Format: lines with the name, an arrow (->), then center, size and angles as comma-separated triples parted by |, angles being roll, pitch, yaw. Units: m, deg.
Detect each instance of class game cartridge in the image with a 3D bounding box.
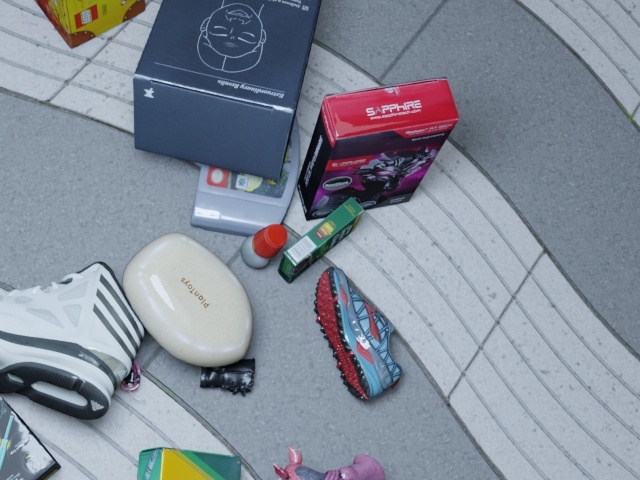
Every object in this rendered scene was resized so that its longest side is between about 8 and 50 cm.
game cartridge -> -0.142, -0.151, 1.830 | 0.196, 0.060, 0.294 | 11, 69, -10

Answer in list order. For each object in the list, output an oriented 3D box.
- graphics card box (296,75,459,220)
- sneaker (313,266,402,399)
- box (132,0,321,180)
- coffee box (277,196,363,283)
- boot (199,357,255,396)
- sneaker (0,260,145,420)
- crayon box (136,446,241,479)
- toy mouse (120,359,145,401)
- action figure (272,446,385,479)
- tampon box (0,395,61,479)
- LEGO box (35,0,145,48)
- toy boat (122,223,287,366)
graphics card box -> 0.094, -0.163, 1.702 | 0.232, 0.371, 0.094 | -11, 72, -14
sneaker -> 0.075, 0.171, 1.739 | 0.125, 0.104, 0.262 | -12, 76, -32
box -> -0.172, -0.354, 1.764 | 0.293, 0.212, 0.396 | 13, 55, -3
coffee box -> 0.000, 0.000, 1.765 | 0.184, 0.113, 0.040 | -39, 80, -21
boot -> -0.171, 0.227, 1.690 | 0.099, 0.045, 0.121 | 6, 73, -8
sneaker -> -0.523, 0.138, 1.626 | 0.447, 0.169, 0.258 | 19, 46, 10
crayon box -> -0.229, 0.499, 1.523 | 0.165, 0.081, 0.279 | 18, 64, -38
toy mouse -> -0.381, 0.234, 1.658 | 0.161, 0.031, 0.143 | 23, 68, -1
action figure -> 0.057, 0.499, 1.522 | 0.370, 0.275, 0.248 | 43, 75, -8
tampon box -> -0.545, 0.365, 1.545 | 0.120, 0.101, 0.161 | -40, 82, -19
LEGO box -> -0.515, -0.670, 1.713 | 0.193, 0.500, 0.372 | -34, 79, -20
toy boat -> -0.191, 0.081, 1.664 | 0.318, 0.148, 0.267 | -39, 92, -28
